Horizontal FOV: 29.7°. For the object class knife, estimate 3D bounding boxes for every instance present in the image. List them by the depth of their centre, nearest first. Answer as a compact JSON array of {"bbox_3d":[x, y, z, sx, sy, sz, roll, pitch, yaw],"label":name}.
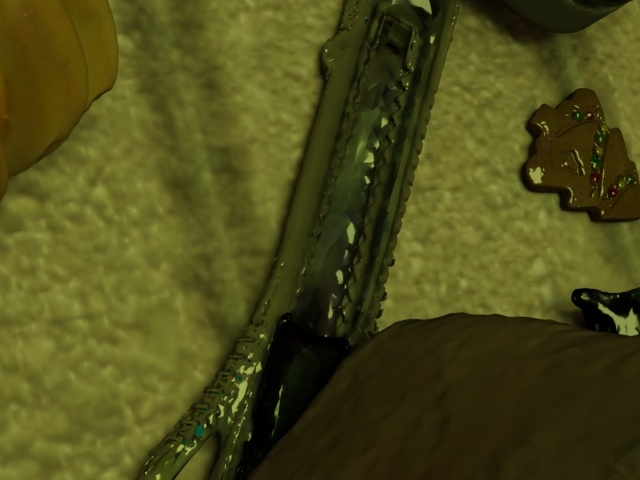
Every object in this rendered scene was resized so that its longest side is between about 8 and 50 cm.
[{"bbox_3d":[0.003,-0.001,0.598,0.089,0.043,0.365,28,64,-19],"label":"knife"}]

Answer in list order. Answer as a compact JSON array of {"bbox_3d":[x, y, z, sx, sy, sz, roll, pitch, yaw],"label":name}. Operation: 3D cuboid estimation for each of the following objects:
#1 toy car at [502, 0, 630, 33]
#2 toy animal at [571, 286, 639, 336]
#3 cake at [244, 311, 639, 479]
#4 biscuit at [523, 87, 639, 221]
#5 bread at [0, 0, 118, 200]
[{"bbox_3d":[0.160,-0.315,0.667,0.242,0.226,0.336,31,64,-17],"label":"toy car"},{"bbox_3d":[0.176,0.100,0.644,0.070,0.105,0.202,49,55,-58],"label":"toy animal"},{"bbox_3d":[0.076,0.192,0.449,0.237,0.230,0.309,48,65,-20],"label":"cake"},{"bbox_3d":[0.157,-0.043,0.708,0.092,0.016,0.082,44,60,-8],"label":"biscuit"},{"bbox_3d":[-0.216,-0.044,0.449,0.173,0.121,0.311,47,61,-10],"label":"bread"}]
